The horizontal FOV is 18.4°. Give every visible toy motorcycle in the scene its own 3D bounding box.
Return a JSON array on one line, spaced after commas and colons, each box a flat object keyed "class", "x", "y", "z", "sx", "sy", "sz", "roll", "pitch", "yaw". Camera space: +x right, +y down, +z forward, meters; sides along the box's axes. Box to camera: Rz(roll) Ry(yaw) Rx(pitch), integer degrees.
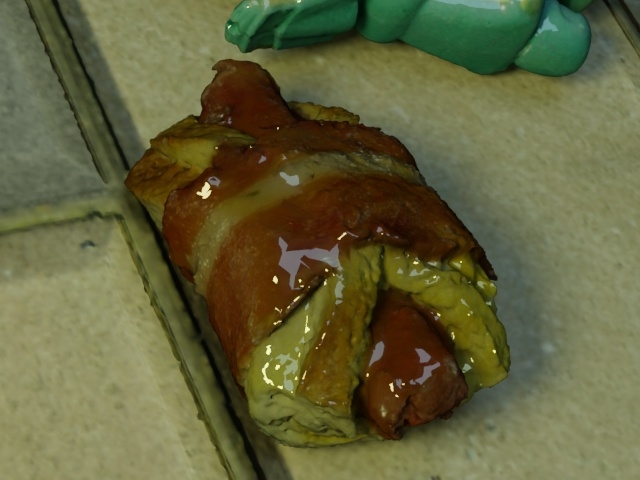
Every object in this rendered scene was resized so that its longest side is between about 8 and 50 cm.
[{"class": "toy motorcycle", "x": 0.063, "y": -0.167, "z": 1.076, "sx": 0.296, "sy": 0.109, "sz": 0.198, "roll": -12, "pitch": 68, "yaw": -28}]

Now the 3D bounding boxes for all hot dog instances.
[{"class": "hot dog", "x": 0.000, "y": 0.000, "z": 0.914, "sx": 0.146, "sy": 0.103, "sz": 0.213, "roll": -20, "pitch": 61, "yaw": -29}]
